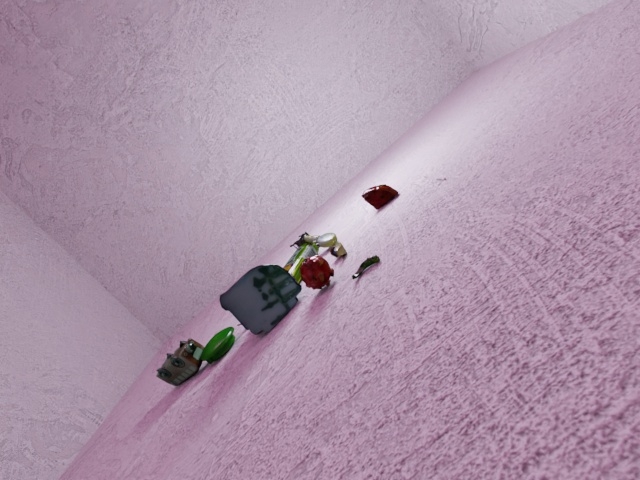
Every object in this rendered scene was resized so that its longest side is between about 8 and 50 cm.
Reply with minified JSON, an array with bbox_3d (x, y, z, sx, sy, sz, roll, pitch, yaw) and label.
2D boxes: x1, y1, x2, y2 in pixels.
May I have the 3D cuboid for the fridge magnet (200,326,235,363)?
[{"bbox_3d":[-0.494,0.505,1.948,0.208,0.088,0.208,-41,11,9],"label":"fridge magnet"}]

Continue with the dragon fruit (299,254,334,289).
[{"bbox_3d":[-0.019,0.118,1.569,0.136,0.166,0.133,-2,52,28],"label":"dragon fruit"}]

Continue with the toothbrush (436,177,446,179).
[{"bbox_3d":[0.486,-0.248,1.619,0.006,0.008,0.097,-28,9,-1],"label":"toothbrush"}]

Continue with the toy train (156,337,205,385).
[{"bbox_3d":[-0.697,0.615,2.020,0.326,0.159,0.129,-41,21,33],"label":"toy train"}]

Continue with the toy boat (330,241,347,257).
[{"bbox_3d":[0.076,0.047,1.782,0.066,0.065,0.172,-29,4,-2],"label":"toy boat"}]

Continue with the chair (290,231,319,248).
[{"bbox_3d":[-0.073,0.010,2.402,0.106,0.113,0.229,-50,9,-30],"label":"chair"}]

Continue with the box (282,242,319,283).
[{"bbox_3d":[-0.117,0.132,2.077,0.134,0.097,0.345,-27,16,29],"label":"box"}]

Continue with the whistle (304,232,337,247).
[{"bbox_3d":[0.000,0.000,2.117,0.198,0.057,0.104,1,32,38],"label":"whistle"}]

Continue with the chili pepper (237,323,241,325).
[{"bbox_3d":[-0.314,0.343,2.032,0.272,0.071,0.063,-41,-31,-26],"label":"chili pepper"}]

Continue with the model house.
[{"bbox_3d":[-0.274,0.251,1.801,0.295,0.252,0.329,-45,4,-15],"label":"model house"}]

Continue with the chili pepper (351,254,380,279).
[{"bbox_3d":[0.153,0.090,1.393,0.118,0.035,0.055,-37,-7,4],"label":"chili pepper"}]

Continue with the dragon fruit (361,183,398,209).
[{"bbox_3d":[0.303,-0.244,1.998,0.161,0.127,0.120,-35,20,37],"label":"dragon fruit"}]
